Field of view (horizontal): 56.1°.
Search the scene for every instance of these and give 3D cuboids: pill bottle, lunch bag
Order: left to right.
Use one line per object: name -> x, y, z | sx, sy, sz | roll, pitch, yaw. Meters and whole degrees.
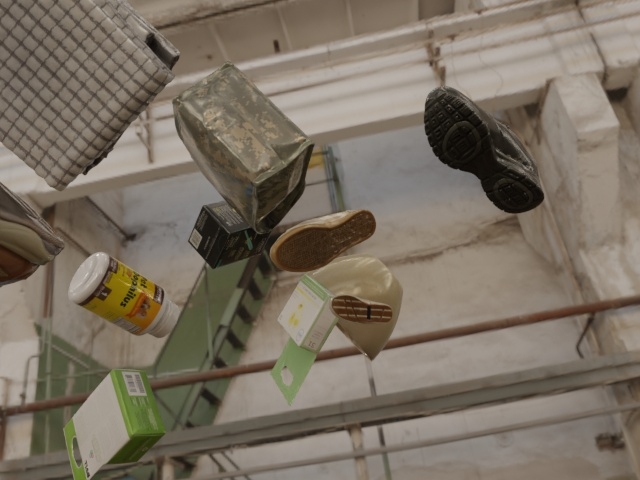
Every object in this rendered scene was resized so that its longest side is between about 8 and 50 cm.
pill bottle -> -0.406, 0.123, 1.263 | 0.117, 0.117, 0.215 | -27, -48, 29
lunch bag -> -0.151, -0.162, 1.188 | 0.169, 0.235, 0.287 | -41, -11, -21

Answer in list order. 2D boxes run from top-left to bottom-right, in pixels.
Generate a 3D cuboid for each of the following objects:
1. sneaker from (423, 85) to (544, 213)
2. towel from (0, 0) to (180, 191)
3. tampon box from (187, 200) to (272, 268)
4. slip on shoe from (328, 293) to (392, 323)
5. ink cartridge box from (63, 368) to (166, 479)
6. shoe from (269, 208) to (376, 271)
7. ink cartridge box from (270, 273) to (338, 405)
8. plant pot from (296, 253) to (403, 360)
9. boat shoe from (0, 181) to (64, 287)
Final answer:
sneaker -> 0.291, -0.174, 1.077 | 0.286, 0.130, 0.109 | 42, -46, -22
towel -> -0.348, -0.243, 0.776 | 0.283, 0.121, 0.235 | 43, -76, -11
tampon box -> -0.205, -0.023, 1.416 | 0.161, 0.101, 0.120 | -19, -33, -50
slip on shoe -> 0.070, 0.128, 1.113 | 0.135, 0.051, 0.041 | 9, -8, -29
ink cartridge box -> -0.517, 0.469, 1.485 | 0.255, 0.189, 0.097 | -47, -37, 21
shoe -> 0.000, 0.000, 1.012 | 0.219, 0.077, 0.058 | -20, 13, -36
ink cartridge box -> -0.048, 0.201, 1.257 | 0.056, 0.235, 0.171 | 31, 0, -22
plant pot -> 0.102, 0.144, 1.563 | 0.191, 0.284, 0.284 | -43, -31, -6
boat shoe -> -0.350, -0.027, 0.498 | 0.116, 0.123, 0.324 | -45, -27, -8
